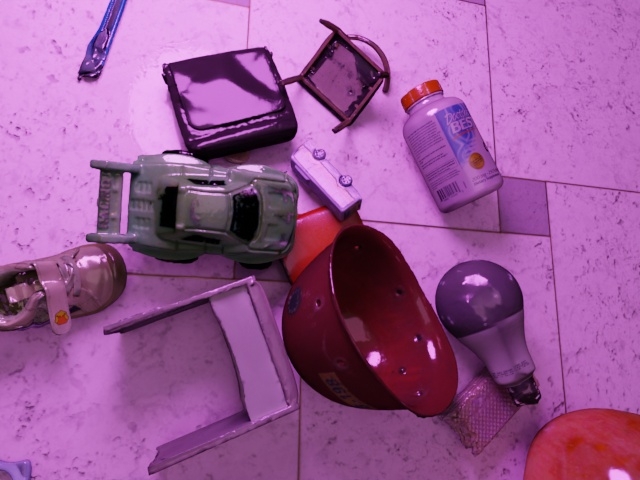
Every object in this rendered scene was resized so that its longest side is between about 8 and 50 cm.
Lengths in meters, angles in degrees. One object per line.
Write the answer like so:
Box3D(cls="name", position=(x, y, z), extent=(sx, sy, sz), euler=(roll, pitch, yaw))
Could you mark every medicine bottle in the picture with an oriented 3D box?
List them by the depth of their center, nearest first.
Box3D(cls="medicine bottle", position=(0.291, -0.221, 1.054), extent=(0.156, 0.157, 0.289), euler=(-23, 86, -18))

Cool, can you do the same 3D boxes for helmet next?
Box3D(cls="helmet", position=(0.064, 0.179, 0.869), extent=(0.385, 0.230, 0.338), euler=(44, 34, -29))

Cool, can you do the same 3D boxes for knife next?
Box3D(cls="knife", position=(-0.457, -0.471, 0.979), extent=(0.044, 0.026, 0.297), euler=(12, 76, 0))

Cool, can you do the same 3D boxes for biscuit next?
Box3D(cls="biscuit", position=(0.375, 0.352, 1.009), extent=(0.238, 0.062, 0.108), euler=(-36, 88, -20))

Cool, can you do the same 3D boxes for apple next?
Box3D(cls="apple", position=(0.607, 0.541, 0.883), extent=(0.390, 0.346, 0.392), euler=(1, 82, -10))

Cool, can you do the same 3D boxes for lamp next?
Box3D(cls="lamp", position=(0.350, 0.197, 0.966), extent=(0.181, 0.182, 0.314), euler=(-4, 76, -15))

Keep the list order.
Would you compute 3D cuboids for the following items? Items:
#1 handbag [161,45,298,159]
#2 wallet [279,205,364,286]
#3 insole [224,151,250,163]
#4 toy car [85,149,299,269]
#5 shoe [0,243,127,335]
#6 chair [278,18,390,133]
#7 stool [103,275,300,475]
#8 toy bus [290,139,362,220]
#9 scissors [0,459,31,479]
Box3D(cls="handbag", position=(-0.191, -0.294, 0.975), extent=(0.246, 0.080, 0.223), euler=(-17, 79, -16))
Box3D(cls="wallet", position=(0.000, 0.000, 0.991), extent=(0.204, 0.045, 0.143), euler=(-21, 82, -19))
Box3D(cls="insole", position=(-0.195, -0.291, 1.018), extent=(0.081, 0.011, 0.248), euler=(-3, 80, -16))
Box3D(cls="toy car", position=(-0.219, -0.056, 0.851), extent=(0.358, 0.176, 0.214), euler=(7, 93, -7))
Box3D(cls="shoe", position=(-0.485, 0.096, 0.815), extent=(0.262, 0.128, 0.140), euler=(-16, 97, -15))
Box3D(cls="chair", position=(0.051, -0.372, 1.031), extent=(0.188, 0.166, 0.272), euler=(41, 29, -2))
Box3D(cls="stool", position=(-0.206, 0.226, 0.825), extent=(0.269, 0.170, 0.244), euler=(-18, 83, -17))
Box3D(cls="toy bus", position=(0.011, -0.131, 0.992), extent=(0.075, 0.064, 0.190), euler=(-40, 73, -13))
Box3D(cls="scissors", position=(-0.620, 0.520, 0.731), extent=(0.360, 0.029, 0.191), euler=(-34, 85, -16))
